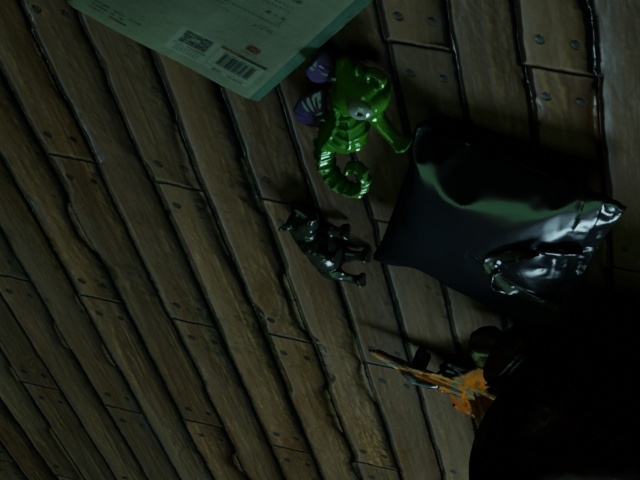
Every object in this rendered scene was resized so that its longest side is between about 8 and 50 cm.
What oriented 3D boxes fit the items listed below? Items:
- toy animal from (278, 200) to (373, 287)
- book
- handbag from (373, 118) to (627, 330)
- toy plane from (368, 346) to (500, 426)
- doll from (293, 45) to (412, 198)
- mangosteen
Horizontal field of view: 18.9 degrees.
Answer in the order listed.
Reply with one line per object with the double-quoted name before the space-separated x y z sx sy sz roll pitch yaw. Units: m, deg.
"toy animal" 0.000 0.000 2.005 0.065 0.047 0.135 12 159 34
"book" -0.089 -0.219 1.681 0.215 0.025 0.283 28 153 -17
"handbag" 0.167 -0.006 1.836 0.211 0.088 0.254 21 150 4
"toy plane" 0.147 0.155 2.194 0.188 0.062 0.135 32 154 7
"doll" 0.028 -0.105 1.761 0.115 0.050 0.190 42 150 11
"mangosteen" 0.292 0.215 1.982 0.297 0.293 0.297 -1 123 -2
